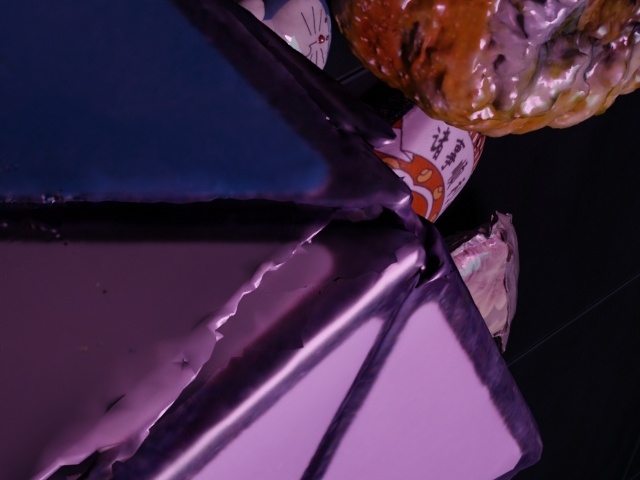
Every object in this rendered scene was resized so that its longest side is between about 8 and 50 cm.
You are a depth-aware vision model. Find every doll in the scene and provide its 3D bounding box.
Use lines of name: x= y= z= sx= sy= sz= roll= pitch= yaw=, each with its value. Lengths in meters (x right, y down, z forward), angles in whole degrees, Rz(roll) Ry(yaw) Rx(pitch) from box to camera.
doll: x=-0.028 y=-0.109 z=0.926 sx=0.083 sy=0.050 sz=0.076 roll=-23 pitch=127 yaw=-37

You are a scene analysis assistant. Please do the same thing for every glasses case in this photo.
glasses case: x=0.000 y=0.000 z=1.093 sx=0.266 sy=0.067 sz=0.103 roll=-42 pitch=154 yaw=-10

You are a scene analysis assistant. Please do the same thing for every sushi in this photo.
sushi: x=0.117 y=-0.155 z=0.975 sx=0.274 sy=0.139 sz=0.184 roll=-20 pitch=141 yaw=-53

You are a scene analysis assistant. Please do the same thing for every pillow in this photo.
pillow: x=0.046 y=0.078 z=1.280 sx=0.255 sy=0.059 sz=0.169 roll=-36 pitch=151 yaw=-19

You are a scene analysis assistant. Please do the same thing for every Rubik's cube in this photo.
Rubik's cube: x=-0.128 y=0.046 z=0.721 sx=0.307 sy=0.305 sz=0.310 roll=-42 pitch=155 yaw=-5
